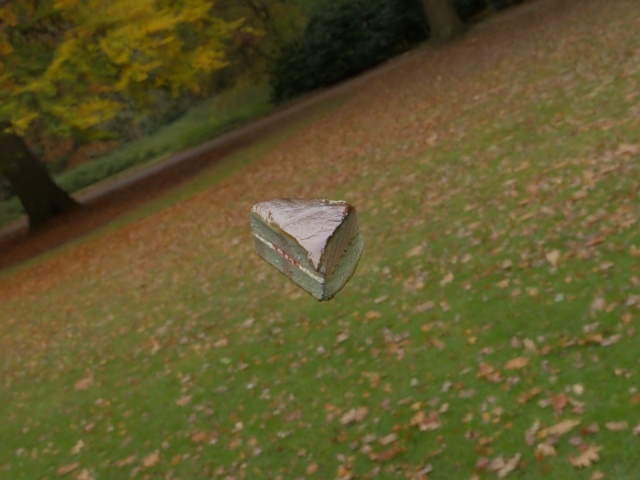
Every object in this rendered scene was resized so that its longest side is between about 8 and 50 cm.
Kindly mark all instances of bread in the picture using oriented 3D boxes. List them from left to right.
[{"bbox_3d":[0.000,0.000,0.597,0.062,0.043,0.109,-20,26,-18],"label":"bread"}]
